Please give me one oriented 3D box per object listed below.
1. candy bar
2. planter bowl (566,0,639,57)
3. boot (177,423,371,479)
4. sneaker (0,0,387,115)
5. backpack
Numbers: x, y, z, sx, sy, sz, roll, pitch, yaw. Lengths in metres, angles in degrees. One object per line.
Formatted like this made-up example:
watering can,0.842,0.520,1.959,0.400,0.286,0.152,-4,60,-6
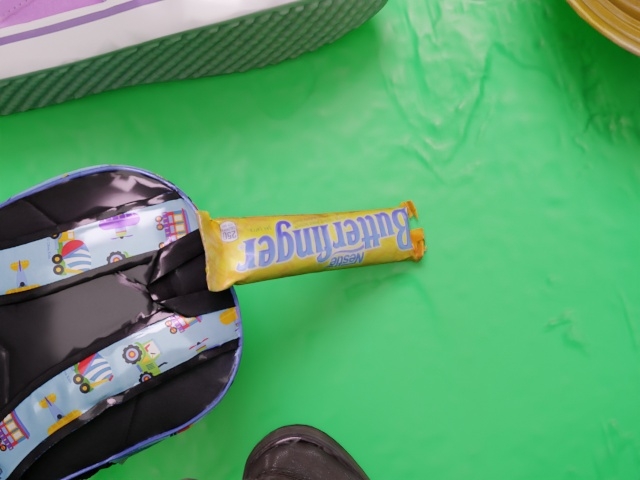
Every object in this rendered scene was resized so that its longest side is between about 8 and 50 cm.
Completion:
candy bar,0.000,0.000,0.483,0.162,0.018,0.040,-5,77,-42
planter bowl,0.208,-0.186,0.492,0.217,0.090,0.217,0,88,2
boot,0.033,0.194,0.416,0.263,0.229,0.091,42,90,3
sneaker,-0.109,-0.170,0.500,0.282,0.102,0.161,-9,85,2
backpack,-0.128,0.044,0.483,0.173,0.117,0.158,-24,87,2
